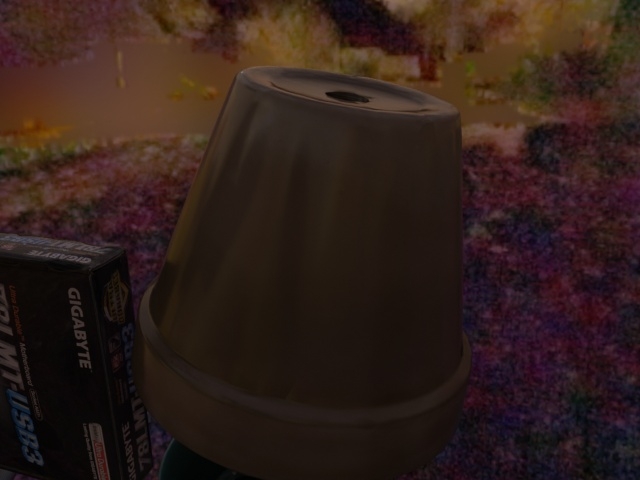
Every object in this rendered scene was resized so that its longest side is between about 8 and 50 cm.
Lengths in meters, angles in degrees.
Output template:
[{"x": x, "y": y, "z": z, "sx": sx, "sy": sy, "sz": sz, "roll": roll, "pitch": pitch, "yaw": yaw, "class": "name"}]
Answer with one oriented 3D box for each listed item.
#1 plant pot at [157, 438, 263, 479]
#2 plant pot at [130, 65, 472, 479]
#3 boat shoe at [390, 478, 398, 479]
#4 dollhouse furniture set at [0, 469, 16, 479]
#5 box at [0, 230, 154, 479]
[{"x": -0.172, "y": 0.529, "z": 1.363, "sx": 0.293, "sy": 0.235, "sz": 0.293, "roll": -1, "pitch": 55, "yaw": 1, "class": "plant pot"}, {"x": 0.000, "y": 0.000, "z": 0.587, "sx": 0.323, "sy": 0.280, "sz": 0.323, "roll": 8, "pitch": 21, "yaw": -3, "class": "plant pot"}, {"x": 0.006, "y": 0.488, "z": 1.187, "sx": 0.302, "sy": 0.114, "sz": 0.091, "roll": -18, "pitch": -7, "yaw": -31, "class": "boat shoe"}, {"x": -0.560, "y": 0.432, "z": 1.151, "sx": 0.303, "sy": 0.286, "sz": 0.198, "roll": 28, "pitch": -2, "yaw": -17, "class": "dollhouse furniture set"}, {"x": -0.347, "y": 0.135, "z": 0.739, "sx": 0.293, "sy": 0.296, "sz": 0.073, "roll": 8, "pitch": 24, "yaw": 18, "class": "box"}]
